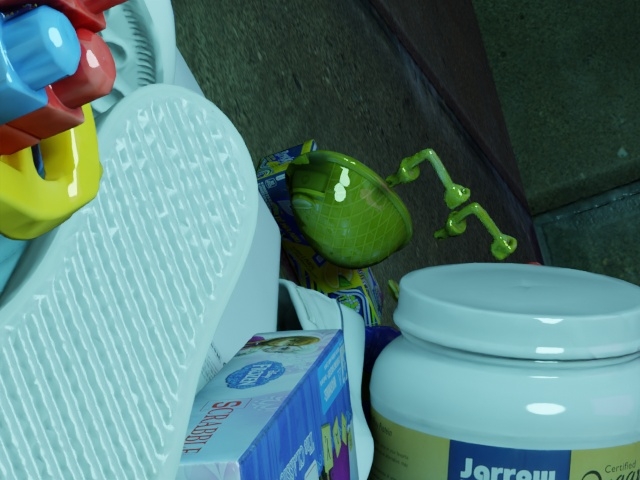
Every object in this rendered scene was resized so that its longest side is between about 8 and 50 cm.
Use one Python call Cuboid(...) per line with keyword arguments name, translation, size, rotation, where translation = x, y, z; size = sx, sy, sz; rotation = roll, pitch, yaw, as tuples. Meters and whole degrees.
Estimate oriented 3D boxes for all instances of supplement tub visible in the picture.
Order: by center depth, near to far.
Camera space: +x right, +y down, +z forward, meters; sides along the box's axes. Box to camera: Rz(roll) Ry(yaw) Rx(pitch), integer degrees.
Cuboid(name="supplement tub", translation=(0.146, 0.189, 1.505), size=(0.228, 0.228, 0.316), rotation=(-43, 136, -75))

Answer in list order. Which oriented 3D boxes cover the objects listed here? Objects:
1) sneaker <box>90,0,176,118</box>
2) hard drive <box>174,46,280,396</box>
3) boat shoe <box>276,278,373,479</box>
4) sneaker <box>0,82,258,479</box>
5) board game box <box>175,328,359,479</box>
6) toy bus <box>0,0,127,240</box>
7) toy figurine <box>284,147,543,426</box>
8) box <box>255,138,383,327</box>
Cuboid(name="sneaker", translation=(-0.144, -0.211, 1.167), size=(0.236, 0.130, 0.323), rotation=(-85, 173, -47))
Cuboid(name="hard drive", translation=(-0.096, 0.026, 1.364), size=(0.353, 0.047, 0.233), rotation=(-88, 155, -53))
Cuboid(name="boat shoe", translation=(-0.020, 0.125, 1.471), size=(0.084, 0.095, 0.258), rotation=(32, 25, -20))
Cuboid(name="sneaker", translation=(-0.146, 0.087, 0.943), size=(0.135, 0.150, 0.366), rotation=(42, 47, -13))
Cuboid(name="board game box", translation=(-0.025, 0.239, 1.146), size=(0.319, 0.066, 0.318), rotation=(-46, 131, -75))
Cuboid(name="toy bus", translation=(-0.154, -0.045, 0.719), size=(0.220, 0.211, 0.149), rotation=(34, 35, -72))
Cuboid(name="toy figurine", translation=(0.081, 0.115, 1.638), size=(0.362, 0.191, 0.217), rotation=(48, 59, -34))
Cuboid(name="box", translation=(0.000, 0.000, 1.744), size=(0.059, 0.054, 0.169), rotation=(-78, 145, -65))
